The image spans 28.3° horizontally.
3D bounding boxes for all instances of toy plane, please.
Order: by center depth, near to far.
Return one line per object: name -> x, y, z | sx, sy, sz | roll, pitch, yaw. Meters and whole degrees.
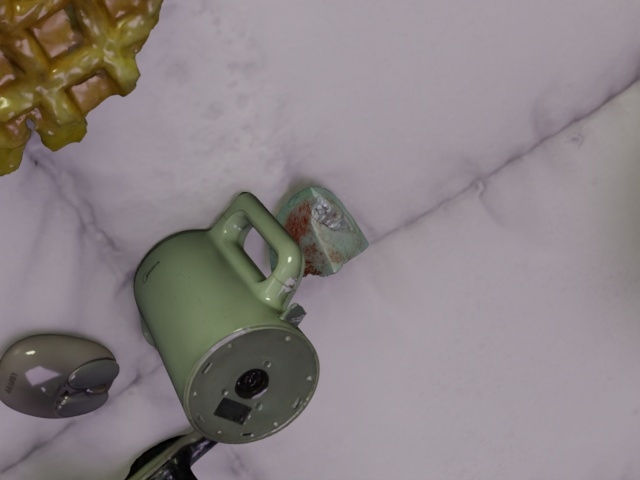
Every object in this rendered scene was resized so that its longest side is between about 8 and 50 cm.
toy plane -> -0.151, 0.221, 1.005 | 0.262, 0.088, 0.192 | -31, 155, -12

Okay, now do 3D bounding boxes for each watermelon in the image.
watermelon -> 0.000, 0.000, 0.965 | 0.085, 0.061, 0.085 | -17, 134, -19

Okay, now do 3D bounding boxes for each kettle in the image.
kettle -> -0.071, 0.052, 0.907 | 0.098, 0.148, 0.126 | -4, 121, -23

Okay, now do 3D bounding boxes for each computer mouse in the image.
computer mouse -> -0.193, 0.104, 0.941 | 0.096, 0.039, 0.066 | 14, 111, -34

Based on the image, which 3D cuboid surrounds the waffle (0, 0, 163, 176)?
waffle -> -0.225, -0.177, 0.739 | 0.302, 0.068, 0.324 | 9, 112, -32
